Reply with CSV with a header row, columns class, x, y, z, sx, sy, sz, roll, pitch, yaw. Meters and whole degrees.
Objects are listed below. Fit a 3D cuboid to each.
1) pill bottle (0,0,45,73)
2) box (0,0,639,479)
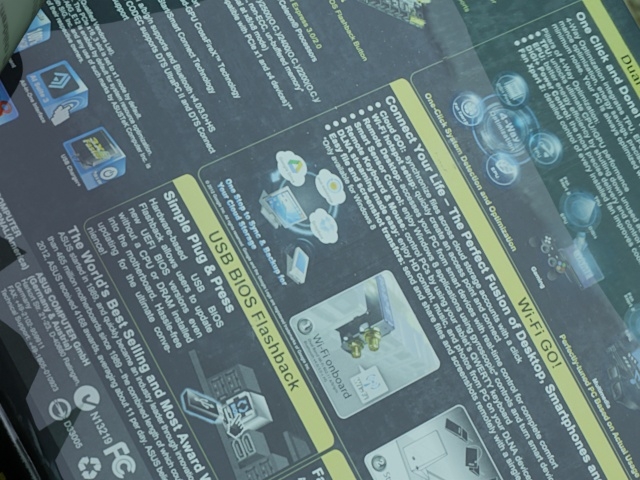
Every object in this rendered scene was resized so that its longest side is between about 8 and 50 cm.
class,x,y,z,sx,sy,sz,roll,pitch,yaw
pill bottle,-0.168,-0.053,0.563,0.131,0.131,0.229,38,55,-20
box,0.000,0.000,0.748,0.318,0.097,0.395,-27,84,-25
